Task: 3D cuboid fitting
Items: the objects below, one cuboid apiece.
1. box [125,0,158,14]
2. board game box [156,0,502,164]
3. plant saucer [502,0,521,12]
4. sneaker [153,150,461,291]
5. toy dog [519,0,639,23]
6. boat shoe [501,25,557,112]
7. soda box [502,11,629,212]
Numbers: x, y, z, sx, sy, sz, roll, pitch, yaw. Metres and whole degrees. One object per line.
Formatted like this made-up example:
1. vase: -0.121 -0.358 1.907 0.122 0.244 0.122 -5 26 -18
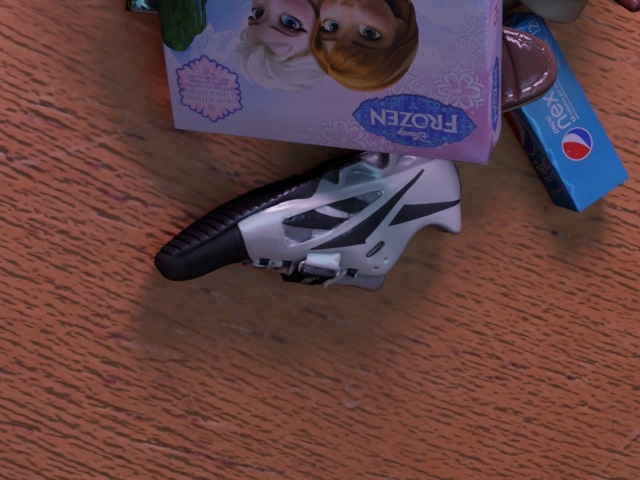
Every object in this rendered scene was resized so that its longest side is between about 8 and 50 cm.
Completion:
1. box: -0.063 -0.374 1.405 0.232 0.058 0.322 3 96 -16
2. board game box: 0.005 -0.233 1.279 0.318 0.066 0.318 7 127 17
3. plant saucer: 0.164 -0.345 1.418 0.277 0.041 0.278 -12 135 -13
4. sneaker: 0.000 0.000 1.442 0.330 0.122 0.146 -21 101 -11
5. toy dog: 0.182 -0.282 1.341 0.333 0.161 0.220 -9 134 -17
6. boat shoe: 0.108 -0.164 1.441 0.257 0.095 0.095 -2 85 5
7. soda box: 0.242 -0.138 1.517 0.071 0.067 0.210 -34 105 -8
